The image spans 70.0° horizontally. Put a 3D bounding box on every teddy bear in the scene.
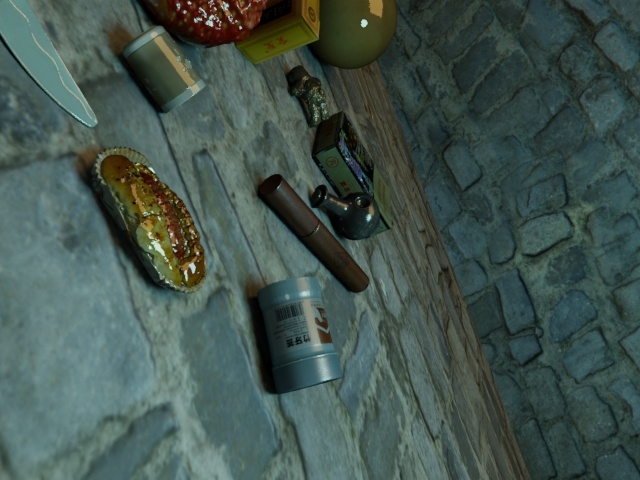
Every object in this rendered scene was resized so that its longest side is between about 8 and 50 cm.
[{"bbox_3d":[-0.024,-0.387,1.203,0.119,0.077,0.160,-44,108,-44],"label":"teddy bear"}]

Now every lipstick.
[{"bbox_3d":[0.000,0.000,0.945,0.357,0.057,0.057,48,30,-38],"label":"lipstick"}]

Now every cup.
[{"bbox_3d":[-0.220,-0.252,0.660,0.099,0.074,0.102,56,26,-26],"label":"cup"}]

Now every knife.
[{"bbox_3d":[-0.324,-0.243,0.490,0.261,0.034,0.063,66,27,-13],"label":"knife"}]

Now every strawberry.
[{"bbox_3d":[-0.203,-0.501,0.749,0.311,0.267,0.352,1,98,-32],"label":"strawberry"}]

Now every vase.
[{"bbox_3d":[0.056,-0.073,1.082,0.182,0.120,0.120,23,47,-35],"label":"vase"}]

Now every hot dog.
[{"bbox_3d":[-0.195,-0.021,0.540,0.192,0.053,0.099,62,27,-8],"label":"hot dog"}]

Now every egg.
[{"bbox_3d":[0.093,-0.726,1.474,0.301,0.301,0.374,45,32,-42],"label":"egg"}]

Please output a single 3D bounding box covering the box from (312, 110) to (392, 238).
[{"bbox_3d":[0.098,-0.182,1.283,0.310,0.084,0.198,53,28,-31],"label":"box"}]

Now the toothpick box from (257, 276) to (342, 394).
[{"bbox_3d":[-0.033,0.142,0.688,0.101,0.101,0.153,19,52,-60],"label":"toothpick box"}]

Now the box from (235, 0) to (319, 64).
[{"bbox_3d":[-0.091,-0.548,1.013,0.076,0.174,0.274,29,57,-55],"label":"box"}]
